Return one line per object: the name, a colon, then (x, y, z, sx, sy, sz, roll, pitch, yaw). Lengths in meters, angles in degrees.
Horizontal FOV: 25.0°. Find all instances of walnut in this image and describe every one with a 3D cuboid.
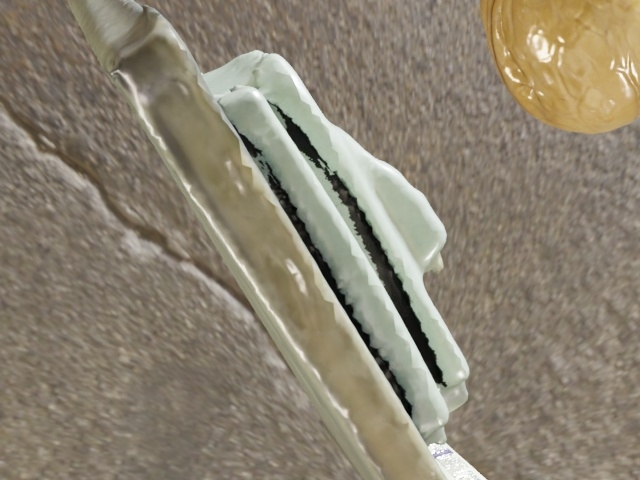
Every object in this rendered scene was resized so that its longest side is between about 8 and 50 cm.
walnut: (0.221, -0.182, 1.236, 0.165, 0.197, 0.165, -14, 41, 13)

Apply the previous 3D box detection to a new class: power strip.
power strip: (0.000, 0.000, 0.475, 0.064, 0.198, 0.213, -34, 110, -6)

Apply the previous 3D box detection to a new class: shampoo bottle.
shampoo bottle: (0.095, 0.189, 1.270, 0.049, 0.034, 0.141, -9, 38, -38)
